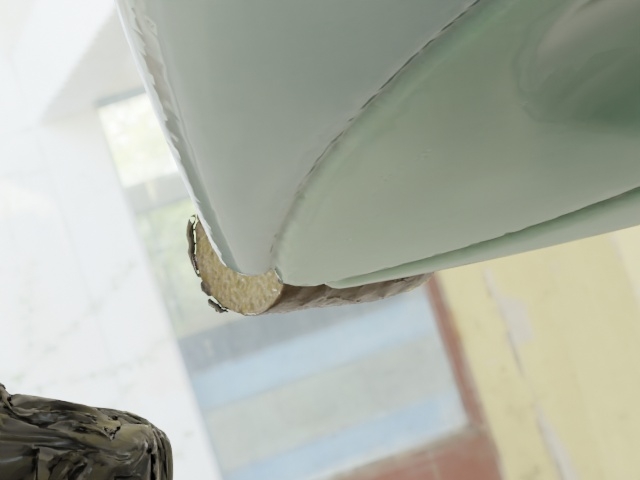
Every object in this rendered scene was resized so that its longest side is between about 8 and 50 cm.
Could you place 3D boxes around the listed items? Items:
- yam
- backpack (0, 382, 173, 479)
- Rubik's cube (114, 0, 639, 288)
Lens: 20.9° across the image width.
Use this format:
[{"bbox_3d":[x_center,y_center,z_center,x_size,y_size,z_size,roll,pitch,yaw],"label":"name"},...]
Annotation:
[{"bbox_3d":[0.001,-0.003,0.908,0.127,0.084,0.084,-9,-7,-44],"label":"yam"},{"bbox_3d":[-0.228,0.190,1.122,0.258,0.206,0.133,6,8,-3],"label":"backpack"},{"bbox_3d":[0.079,-0.217,0.561,0.352,0.352,0.347,-12,-22,0],"label":"Rubik's cube"}]
